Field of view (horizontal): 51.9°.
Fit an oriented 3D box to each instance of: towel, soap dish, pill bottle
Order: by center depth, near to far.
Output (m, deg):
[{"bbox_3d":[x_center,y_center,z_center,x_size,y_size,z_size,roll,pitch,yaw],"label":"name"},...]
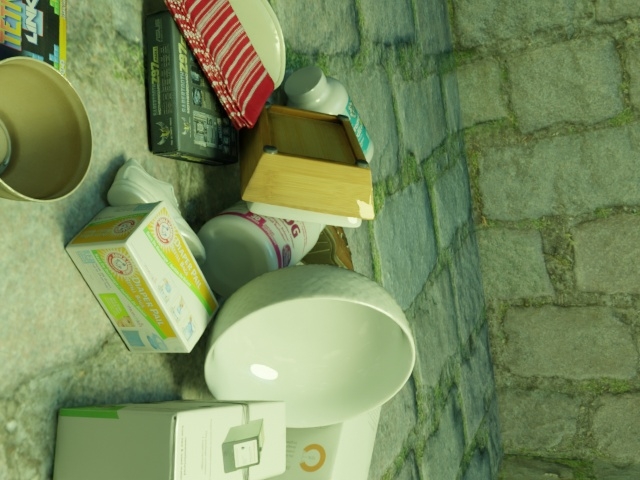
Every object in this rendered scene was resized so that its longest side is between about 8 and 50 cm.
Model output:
[{"bbox_3d":[-0.167,-0.346,1.137,0.274,0.031,0.198,61,26,-28],"label":"towel"},{"bbox_3d":[-0.030,-0.147,1.198,0.290,0.229,0.118,-103,-156,-57],"label":"soap dish"},{"bbox_3d":[-0.096,-0.016,1.225,0.283,0.160,0.160,-45,126,-58],"label":"pill bottle"},{"bbox_3d":[0.014,-0.271,1.506,0.264,0.146,0.146,53,41,-48],"label":"pill bottle"}]

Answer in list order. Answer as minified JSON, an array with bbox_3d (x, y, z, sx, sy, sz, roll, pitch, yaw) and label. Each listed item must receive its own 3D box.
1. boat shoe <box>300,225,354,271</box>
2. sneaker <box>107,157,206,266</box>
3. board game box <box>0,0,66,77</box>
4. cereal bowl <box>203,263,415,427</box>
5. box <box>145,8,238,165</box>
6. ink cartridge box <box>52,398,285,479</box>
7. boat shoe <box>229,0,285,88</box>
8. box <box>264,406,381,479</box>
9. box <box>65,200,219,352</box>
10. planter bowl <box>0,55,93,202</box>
[{"bbox_3d":[0.000,0.000,1.499,0.307,0.111,0.104,66,27,-53],"label":"boat shoe"},{"bbox_3d":[-0.243,-0.042,1.037,0.212,0.080,0.094,57,26,-43],"label":"sneaker"},{"bbox_3d":[-0.381,-0.276,0.808,0.141,0.048,0.170,8,79,-65],"label":"board game box"},{"bbox_3d":[-0.022,0.159,1.084,0.141,0.339,0.339,-98,165,-47],"label":"cereal bowl"},{"bbox_3d":[-0.216,-0.252,1.127,0.183,0.059,0.232,-1,87,-67],"label":"box"},{"bbox_3d":[-0.198,0.287,0.928,0.273,0.199,0.114,21,67,-62],"label":"ink cartridge box"},{"bbox_3d":[-0.142,-0.444,1.250,0.099,0.116,0.319,-82,154,-57],"label":"boat shoe"},{"bbox_3d":[-0.014,0.336,1.277,0.168,0.215,0.345,61,36,-44],"label":"box"},{"bbox_3d":[-0.251,0.055,0.952,0.203,0.114,0.103,68,31,-30],"label":"box"},{"bbox_3d":[-0.361,-0.119,0.756,0.162,0.109,0.162,19,68,-62],"label":"planter bowl"}]
